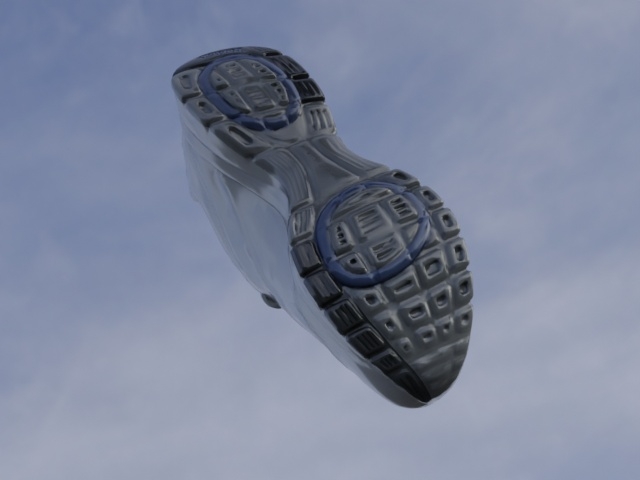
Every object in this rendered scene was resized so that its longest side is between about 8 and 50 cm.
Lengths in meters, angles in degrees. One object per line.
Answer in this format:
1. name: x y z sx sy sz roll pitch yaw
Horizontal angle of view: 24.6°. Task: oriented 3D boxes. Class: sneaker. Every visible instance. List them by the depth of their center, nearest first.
1. sneaker: 0.000 0.000 0.946 0.111 0.297 0.129 -17 -40 -23
